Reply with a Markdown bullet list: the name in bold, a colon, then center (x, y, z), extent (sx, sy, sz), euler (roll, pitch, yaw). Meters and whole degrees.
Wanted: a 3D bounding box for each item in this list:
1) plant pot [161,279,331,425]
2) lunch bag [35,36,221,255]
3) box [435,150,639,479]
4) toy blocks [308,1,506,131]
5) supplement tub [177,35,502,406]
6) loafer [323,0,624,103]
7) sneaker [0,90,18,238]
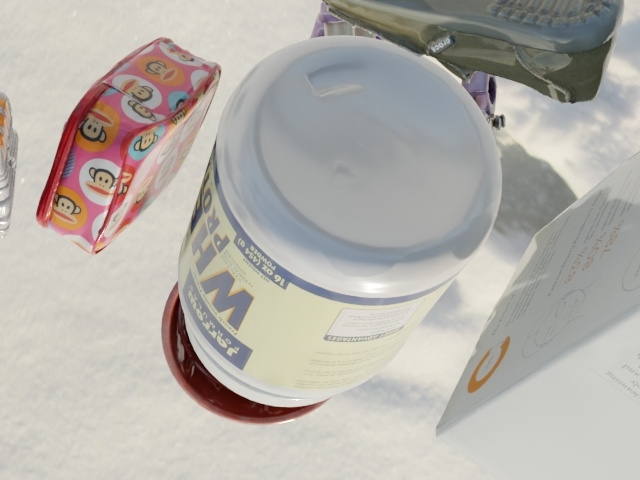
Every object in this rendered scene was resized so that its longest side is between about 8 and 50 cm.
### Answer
- **plant pot**: center (-0.085, 0.093, 1.680), extent (0.272, 0.265, 0.272), euler (-1, 105, -2)
- **lunch bag**: center (-0.254, -0.115, 1.524), extent (0.120, 0.293, 0.258), euler (29, 123, 4)
- **box**: center (0.257, 0.044, 0.755), extent (0.168, 0.215, 0.345), euler (36, 147, -4)
- **toy blocks**: center (0.082, -0.269, 1.638), extent (0.309, 0.288, 0.260), euler (0, 103, 21)
- **supplement tub**: center (0.000, 0.000, 1.021), extent (0.235, 0.235, 0.325), euler (9, 150, -11)
- **loafer**: center (0.087, -0.147, 0.766), extent (0.094, 0.251, 0.087), euler (-40, 136, -22)
- **sneaker**: center (-0.456, -0.097, 1.356), extent (0.180, 0.124, 0.321), euler (4, 157, -10)
